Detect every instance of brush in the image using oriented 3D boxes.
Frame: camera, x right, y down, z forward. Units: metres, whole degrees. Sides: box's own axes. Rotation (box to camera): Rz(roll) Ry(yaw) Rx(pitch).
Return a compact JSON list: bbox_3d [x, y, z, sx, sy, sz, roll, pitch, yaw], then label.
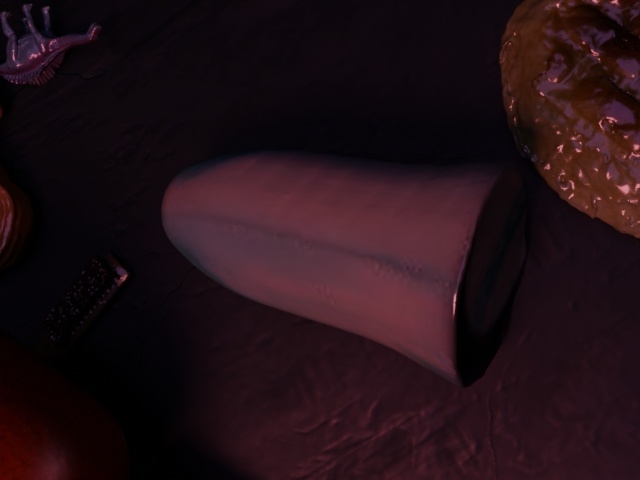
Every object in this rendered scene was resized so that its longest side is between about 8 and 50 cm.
[{"bbox_3d":[-0.290,0.116,0.860,0.043,0.036,0.248,43,97,27],"label":"brush"}]

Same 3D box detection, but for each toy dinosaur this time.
[{"bbox_3d":[-0.322,-0.213,0.905,0.197,0.045,0.080,-15,92,24],"label":"toy dinosaur"}]

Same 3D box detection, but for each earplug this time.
[{"bbox_3d":[0.000,0.000,0.725,0.324,0.185,0.185,12,86,26],"label":"earplug"}]

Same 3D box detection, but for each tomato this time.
[{"bbox_3d":[-0.330,0.219,0.701,0.293,0.325,0.290,34,67,9],"label":"tomato"}]

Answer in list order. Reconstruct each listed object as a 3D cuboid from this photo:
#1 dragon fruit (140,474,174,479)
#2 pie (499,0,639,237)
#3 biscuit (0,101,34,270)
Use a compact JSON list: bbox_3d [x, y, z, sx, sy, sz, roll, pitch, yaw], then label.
[{"bbox_3d":[-0.143,0.287,0.748,0.175,0.142,0.138,-1,46,-3],"label":"dragon fruit"},{"bbox_3d":[0.294,-0.151,0.694,0.306,0.071,0.306,-3,81,18],"label":"pie"},{"bbox_3d":[-0.483,-0.061,0.924,0.351,0.057,0.312,-4,85,19],"label":"biscuit"}]
